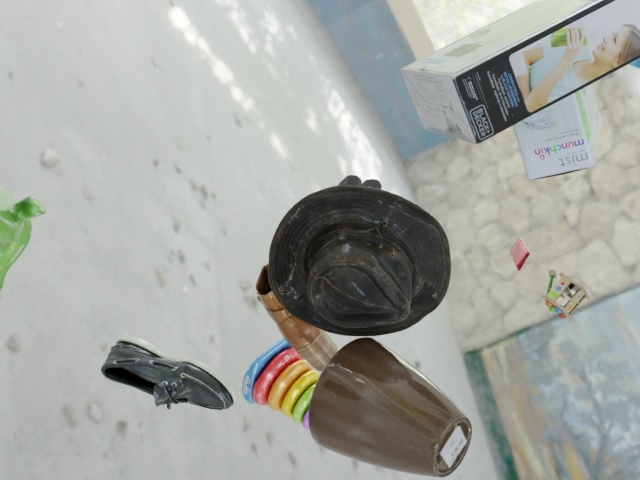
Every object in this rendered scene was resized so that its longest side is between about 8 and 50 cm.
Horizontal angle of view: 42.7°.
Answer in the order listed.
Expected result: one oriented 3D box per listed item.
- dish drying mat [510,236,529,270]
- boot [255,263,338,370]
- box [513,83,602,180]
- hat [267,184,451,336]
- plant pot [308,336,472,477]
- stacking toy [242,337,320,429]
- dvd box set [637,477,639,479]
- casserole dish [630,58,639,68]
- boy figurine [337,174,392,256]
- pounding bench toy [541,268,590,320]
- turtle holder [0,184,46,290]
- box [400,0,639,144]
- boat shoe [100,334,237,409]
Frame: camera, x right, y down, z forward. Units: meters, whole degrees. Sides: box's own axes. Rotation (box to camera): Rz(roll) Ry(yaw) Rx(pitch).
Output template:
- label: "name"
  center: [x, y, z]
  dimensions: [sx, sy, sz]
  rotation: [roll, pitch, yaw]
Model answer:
- label: "dish drying mat"
  center: [0.296, 0.019, 1.222]
  dimensions: [0.008, 0.032, 0.083]
  rotation: [27, 16, -2]
- label: "boot"
  center: [-0.068, 0.141, 1.770]
  dimensions: [0.220, 0.109, 0.283]
  rotation: [52, 9, -21]
- label: "box"
  center: [0.433, -0.271, 1.537]
  dimensions: [0.262, 0.126, 0.231]
  rotation: [-50, 123, -57]
- label: "hat"
  center: [0.074, 0.069, 1.390]
  dimensions: [0.331, 0.331, 0.134]
  rotation: [59, 10, -26]
- label: "plant pot"
  center: [0.136, 0.306, 1.407]
  dimensions: [0.215, 0.230, 0.215]
  rotation: [-22, 121, -42]
- label: "stacking toy"
  center: [-0.026, 0.379, 1.931]
  dimensions: [0.302, 0.175, 0.166]
  rotation: [36, 48, 24]
- label: "dvd box set"
  center: [0.633, 0.460, 1.348]
  dimensions: [0.420, 0.062, 0.308]
  rotation: [99, 1, -46]
- label: "casserole dish"
  center: [0.523, -0.321, 1.304]
  dimensions: [0.114, 0.037, 0.188]
  rotation: [24, -3, 38]
- label: "boy figurine"
  center: [0.130, 0.004, 1.523]
  dimensions: [0.285, 0.177, 0.092]
  rotation: [48, 67, -39]
- label: "pounding bench toy"
  center: [0.437, 0.099, 1.508]
  dimensions: [0.083, 0.065, 0.052]
  rotation: [39, -3, 43]
- label: "turtle holder"
  center: [-0.503, -0.047, 1.019]
  dimensions: [0.243, 0.227, 0.320]
  rotation: [47, -7, 1]
- label: "box"
  center: [0.264, -0.229, 1.000]
  dimensions: [0.087, 0.290, 0.169]
  rotation: [65, -7, -20]
- label: "boat shoe"
  center: [-0.350, 0.319, 1.837]
  dimensions: [0.113, 0.340, 0.127]
  rotation: [-48, 152, -42]
